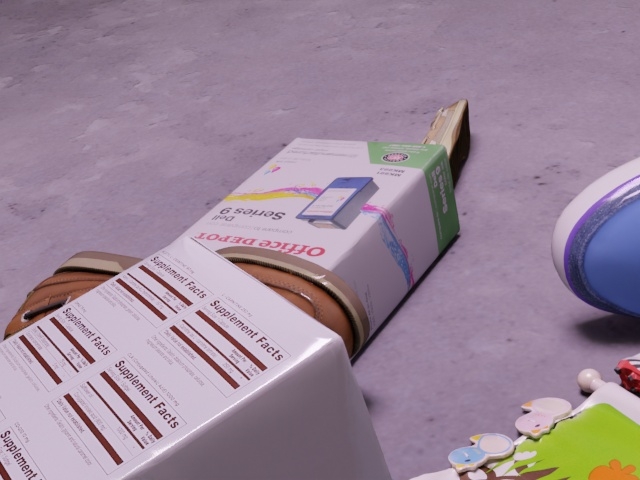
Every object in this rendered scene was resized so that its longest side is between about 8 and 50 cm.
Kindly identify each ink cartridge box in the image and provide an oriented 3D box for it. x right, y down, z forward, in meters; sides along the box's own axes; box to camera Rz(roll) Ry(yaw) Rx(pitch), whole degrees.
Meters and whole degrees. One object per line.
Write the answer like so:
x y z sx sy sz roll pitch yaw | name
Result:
0.000 0.000 0.868 0.154 0.093 0.212 7 34 32 | ink cartridge box

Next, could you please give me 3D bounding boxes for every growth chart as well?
0.127 0.154 0.597 0.237 0.021 0.172 -27 29 -27 | growth chart

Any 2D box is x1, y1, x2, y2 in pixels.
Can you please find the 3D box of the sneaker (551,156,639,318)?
0.319 0.027 0.635 0.322 0.130 0.236 -4 24 4 | sneaker

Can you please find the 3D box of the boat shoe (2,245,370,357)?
-0.108 0.076 0.768 0.307 0.111 0.104 -3 31 39 | boat shoe

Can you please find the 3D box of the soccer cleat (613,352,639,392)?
0.224 0.092 0.666 0.035 0.029 0.083 -28 26 -20 | soccer cleat

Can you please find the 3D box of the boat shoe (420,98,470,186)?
0.118 -0.095 1.043 0.048 0.056 0.153 3 38 18 | boat shoe

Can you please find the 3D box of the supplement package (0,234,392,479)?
-0.083 0.142 0.496 0.203 0.194 0.149 -31 32 -20 | supplement package
